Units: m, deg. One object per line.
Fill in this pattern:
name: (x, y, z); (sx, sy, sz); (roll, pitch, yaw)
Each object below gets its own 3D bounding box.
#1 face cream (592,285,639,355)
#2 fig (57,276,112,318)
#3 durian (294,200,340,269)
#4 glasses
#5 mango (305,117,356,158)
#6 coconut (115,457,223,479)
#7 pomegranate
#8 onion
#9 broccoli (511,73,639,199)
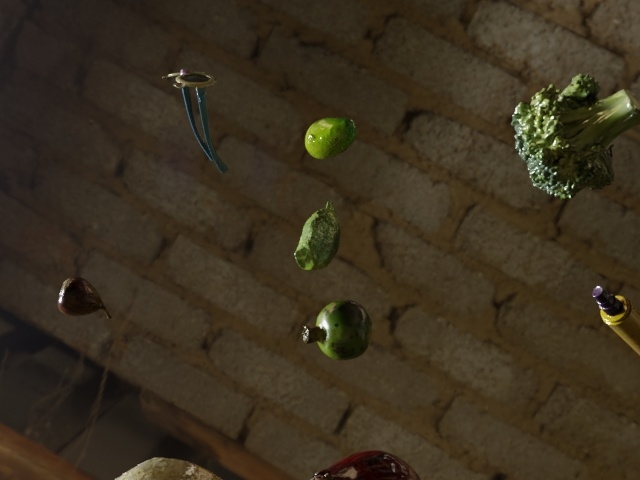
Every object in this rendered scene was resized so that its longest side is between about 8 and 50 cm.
face cream: (0.734, 0.191, 1.923); (0.273, 0.078, 0.078); (38, -175, -29)
fig: (-0.520, 0.134, 1.789); (0.125, 0.088, 0.089); (20, -167, -18)
durian: (0.000, 0.000, 2.322); (0.101, 0.139, 0.250); (14, -139, 19)
glasses: (-0.238, -0.268, 1.709); (0.220, 0.088, 0.190); (64, 170, -24)
mango: (0.028, -0.306, 2.364); (0.178, 0.119, 0.100); (-17, -178, 36)
coconut: (-0.202, 0.393, 1.008); (0.241, 0.241, 0.241); (27, -169, -6)
pomegranate: (0.051, 0.213, 1.892); (0.169, 0.143, 0.122); (-1, -177, -38)
onion: (0.062, 0.616, 1.817); (0.285, 0.348, 0.347); (49, -179, -25)
broccoli: (0.624, -0.256, 1.963); (0.277, 0.318, 0.338); (60, -173, 15)
